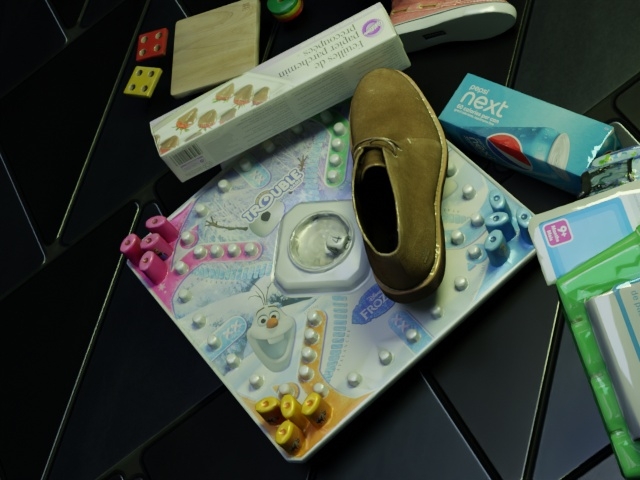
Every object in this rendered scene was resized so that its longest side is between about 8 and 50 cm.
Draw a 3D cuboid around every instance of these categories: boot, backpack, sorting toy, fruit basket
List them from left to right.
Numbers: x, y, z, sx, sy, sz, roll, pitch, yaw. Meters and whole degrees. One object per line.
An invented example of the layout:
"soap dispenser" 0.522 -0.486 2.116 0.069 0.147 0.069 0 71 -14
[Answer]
"sorting toy" -0.147 -0.260 1.795 0.274 0.046 0.132 -14 57 21
"boot" 0.078 -0.089 1.422 0.112 0.115 0.305 -16 55 16
"backpack" 0.326 -0.044 1.276 0.114 0.105 0.084 -14 43 25
"fruit basket" 0.397 0.069 1.123 0.353 0.165 0.327 -20 76 14

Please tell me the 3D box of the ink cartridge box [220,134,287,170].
"ink cartridge box" -0.086 -0.114 1.672 0.088 0.052 0.122 -28 55 10

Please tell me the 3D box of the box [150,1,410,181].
"box" -0.051 -0.178 1.559 0.324 0.067 0.063 -27 54 8

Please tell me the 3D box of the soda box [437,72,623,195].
"soda box" 0.244 -0.120 1.483 0.210 0.067 0.071 27 78 38

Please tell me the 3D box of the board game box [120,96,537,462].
"board game box" 0.000 0.000 1.502 0.390 0.050 0.390 -42 55 -4

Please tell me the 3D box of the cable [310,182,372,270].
"cable" 0.046 -0.012 1.550 0.150 0.047 0.184 7 64 26

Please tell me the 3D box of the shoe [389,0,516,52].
"shoe" 0.166 -0.299 1.632 0.178 0.063 0.081 -8 64 30
